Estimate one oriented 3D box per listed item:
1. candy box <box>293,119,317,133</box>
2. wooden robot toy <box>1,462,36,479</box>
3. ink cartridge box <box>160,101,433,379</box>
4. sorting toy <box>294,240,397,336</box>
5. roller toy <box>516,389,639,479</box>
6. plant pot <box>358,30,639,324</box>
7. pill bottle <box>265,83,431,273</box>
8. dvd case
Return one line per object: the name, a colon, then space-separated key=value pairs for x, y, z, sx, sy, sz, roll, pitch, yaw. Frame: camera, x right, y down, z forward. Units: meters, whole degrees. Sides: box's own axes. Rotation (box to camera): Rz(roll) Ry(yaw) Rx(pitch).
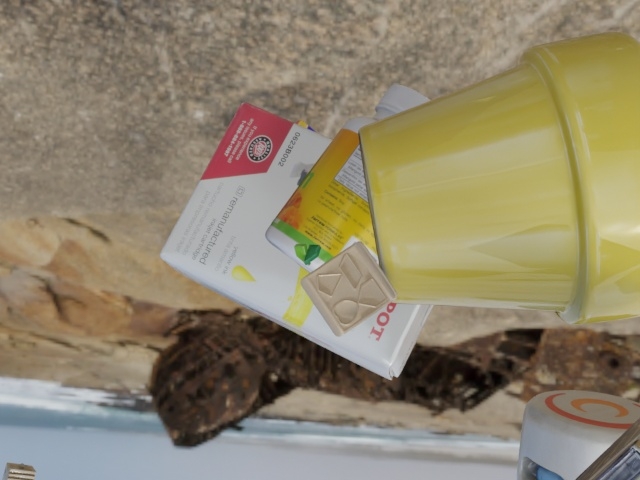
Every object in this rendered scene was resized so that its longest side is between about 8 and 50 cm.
candy box: x=-0.012 y=-0.052 z=1.719 sx=0.317 sy=0.268 sz=0.122 roll=38 pitch=154 yaw=-22
wooden robot toy: x=-0.325 y=0.315 z=0.814 sx=0.076 sy=0.173 sz=0.079 roll=35 pitch=162 yaw=-24
ink cartridge box: x=0.000 y=0.000 z=1.241 sx=0.384 sy=0.279 sz=0.160 roll=25 pitch=169 yaw=13
sorting toy: x=0.016 y=0.029 z=0.667 sx=0.062 sy=0.083 sz=0.012 roll=-34 pitch=176 yaw=-3
roller toy: x=0.368 y=0.297 z=1.102 sx=0.191 sy=0.146 sz=0.209 roll=7 pitch=-172 yaw=17
plant pot: x=0.164 y=-0.041 z=0.731 sx=0.239 sy=0.254 sz=0.254 roll=-10 pitch=165 yaw=2
pill bottle: x=0.056 y=-0.063 z=0.992 sx=0.136 sy=0.246 sz=0.136 roll=36 pitch=176 yaw=3
dvd case: x=0.186 y=0.156 z=0.539 sx=0.221 sy=0.018 sz=0.164 roll=-11 pitch=142 yaw=-54
